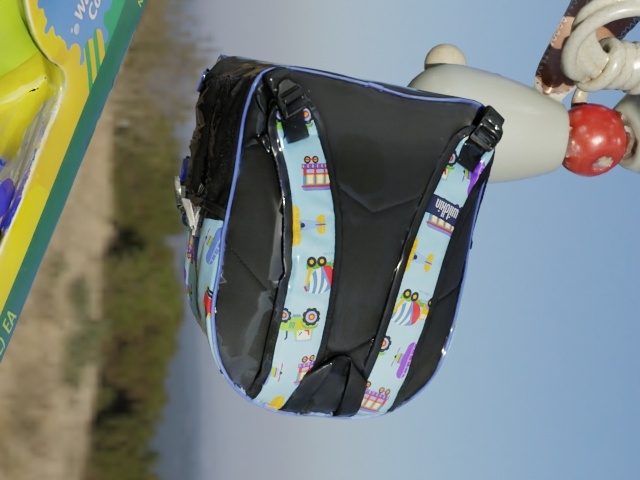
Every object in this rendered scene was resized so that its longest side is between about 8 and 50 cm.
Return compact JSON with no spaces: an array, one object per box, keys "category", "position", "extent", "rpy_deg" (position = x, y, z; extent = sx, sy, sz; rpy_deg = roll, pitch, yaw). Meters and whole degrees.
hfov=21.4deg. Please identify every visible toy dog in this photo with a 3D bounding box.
[{"category":"toy dog","position":[0.212,-0.110,1.070],"extent":[0.220,0.333,0.161],"rpy_deg":[-44,-135,39]}]

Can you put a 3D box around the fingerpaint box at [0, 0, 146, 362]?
[{"category":"fingerpaint box","position":[-0.261,-0.059,0.737],"extent":[0.371,0.163,0.445],"rpy_deg":[61,43,-59]}]

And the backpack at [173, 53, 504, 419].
[{"category":"backpack","position":[0.000,0.000,0.880],"extent":[0.117,0.158,0.173],"rpy_deg":[19,-80,61]}]
